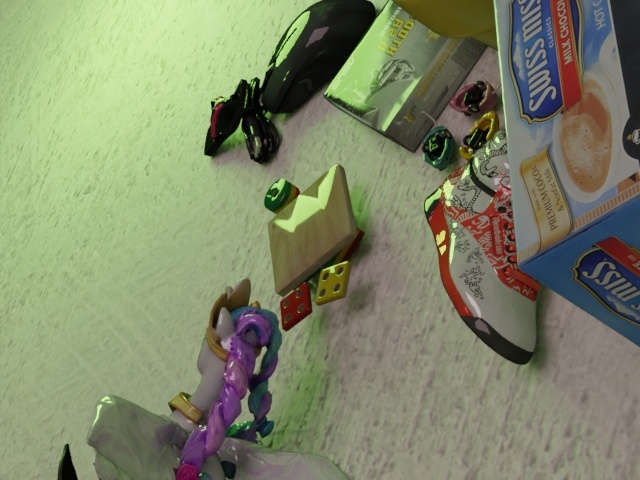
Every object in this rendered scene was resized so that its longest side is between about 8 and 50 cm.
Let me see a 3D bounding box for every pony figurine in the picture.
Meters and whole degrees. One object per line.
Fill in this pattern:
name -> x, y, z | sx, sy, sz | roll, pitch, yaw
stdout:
pony figurine -> -0.142, 0.256, 1.459 | 0.363, 0.302, 0.351 | -62, 20, 22

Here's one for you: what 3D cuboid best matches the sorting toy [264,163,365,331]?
sorting toy -> 0.000, 0.000, 1.653 | 0.132, 0.046, 0.275 | -40, 35, 25

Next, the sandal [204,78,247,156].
sandal -> -0.150, -0.179, 1.965 | 0.179, 0.040, 0.067 | 135, 146, -55

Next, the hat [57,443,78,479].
hat -> -0.329, 0.401, 1.499 | 0.331, 0.133, 0.331 | 175, 90, -82

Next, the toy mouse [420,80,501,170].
toy mouse -> 0.166, -0.132, 1.557 | 0.143, 0.031, 0.161 | 21, 80, 57

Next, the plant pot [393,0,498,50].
plant pot -> 0.227, -0.300, 1.424 | 0.254, 0.239, 0.254 | -35, 38, 32

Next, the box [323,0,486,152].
box -> 0.121, -0.241, 1.689 | 0.231, 0.056, 0.183 | -55, 32, 4

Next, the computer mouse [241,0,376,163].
computer mouse -> -0.035, -0.252, 1.895 | 0.272, 0.072, 0.188 | -42, 34, 23

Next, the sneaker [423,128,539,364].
sneaker -> 0.195, -0.007, 1.355 | 0.145, 0.090, 0.270 | -46, 31, 22

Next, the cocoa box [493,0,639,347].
cocoa box -> 0.310, -0.110, 1.150 | 0.228, 0.231, 0.347 | -32, 41, 35
